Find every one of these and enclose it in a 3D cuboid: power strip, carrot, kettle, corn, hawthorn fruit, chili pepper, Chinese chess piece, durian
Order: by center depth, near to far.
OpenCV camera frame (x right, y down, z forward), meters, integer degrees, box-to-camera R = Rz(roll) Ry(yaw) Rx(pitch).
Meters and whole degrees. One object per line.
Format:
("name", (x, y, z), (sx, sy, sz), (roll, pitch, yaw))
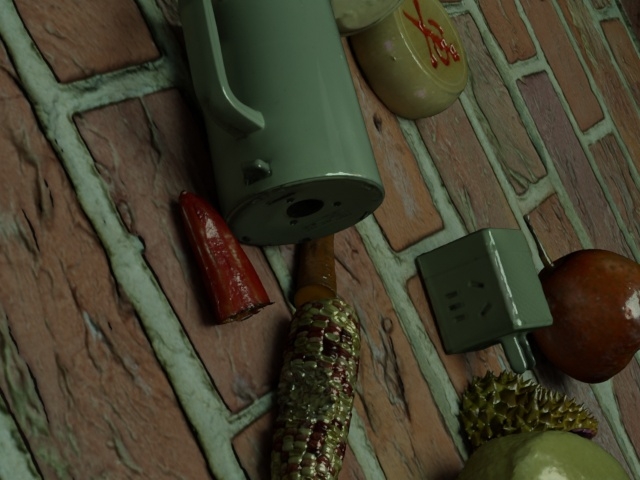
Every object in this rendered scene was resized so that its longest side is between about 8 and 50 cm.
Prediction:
("chili pepper", (-0.126, 0.015, 1.421), (0.169, 0.065, 0.088), (63, 15, 6))
("corn", (-0.009, 0.195, 1.438), (0.098, 0.098, 0.290), (43, 40, -32))
("kettle", (-0.074, -0.175, 1.504), (0.265, 0.205, 0.318), (1, 67, -32))
("carrot", (0.000, 0.000, 1.627), (0.057, 0.057, 0.224), (43, 34, -32))
("durian", (0.315, 0.273, 1.863), (0.186, 0.154, 0.260), (48, 18, 19))
("power strip", (0.266, 0.106, 1.867), (0.139, 0.140, 0.224), (2, 69, -57))
("Chinese chess piece", (0.151, -0.329, 2.032), (0.251, 0.097, 0.251), (35, 42, -39))
("hawthorn fruit", (0.464, 0.131, 2.095), (0.231, 0.262, 0.235), (81, 22, -50))

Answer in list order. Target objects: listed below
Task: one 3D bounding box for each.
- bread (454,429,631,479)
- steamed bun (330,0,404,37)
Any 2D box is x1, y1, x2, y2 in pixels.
("bread", (0.303, 0.421, 1.630), (0.320, 0.237, 0.321), (22, 51, -29))
("steamed bun", (0.035, -0.440, 1.804), (0.320, 0.275, 0.206), (-60, 155, -22))
